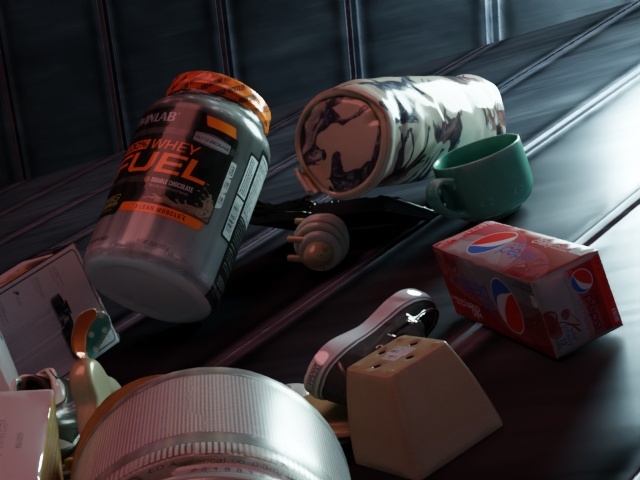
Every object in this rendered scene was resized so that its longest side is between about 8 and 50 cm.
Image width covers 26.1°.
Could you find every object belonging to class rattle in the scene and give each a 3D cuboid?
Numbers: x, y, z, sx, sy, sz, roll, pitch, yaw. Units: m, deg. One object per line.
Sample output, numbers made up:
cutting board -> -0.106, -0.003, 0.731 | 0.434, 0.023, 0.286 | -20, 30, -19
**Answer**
rattle -> -0.271, 0.182, 1.470 | 0.142, 0.200, 0.130 | -14, 15, 26

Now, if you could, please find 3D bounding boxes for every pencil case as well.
pencil case -> 0.123, -0.154, 2.059 | 0.410, 0.160, 0.184 | -13, -39, -56

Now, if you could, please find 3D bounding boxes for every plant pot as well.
plant pot -> 0.085, 0.149, 1.293 | 0.109, 0.096, 0.109 | -29, 16, -28

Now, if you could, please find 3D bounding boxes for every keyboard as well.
keyboard -> 0.002, -0.045, 2.117 | 0.201, 0.033, 0.317 | 8, -10, -41

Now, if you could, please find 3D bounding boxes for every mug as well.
mug -> 0.223, -0.078, 1.962 | 0.157, 0.097, 0.129 | -22, 14, 0

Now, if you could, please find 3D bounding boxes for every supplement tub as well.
supplement tub -> -0.199, -0.067, 2.030 | 0.207, 0.207, 0.338 | -9, 53, 41

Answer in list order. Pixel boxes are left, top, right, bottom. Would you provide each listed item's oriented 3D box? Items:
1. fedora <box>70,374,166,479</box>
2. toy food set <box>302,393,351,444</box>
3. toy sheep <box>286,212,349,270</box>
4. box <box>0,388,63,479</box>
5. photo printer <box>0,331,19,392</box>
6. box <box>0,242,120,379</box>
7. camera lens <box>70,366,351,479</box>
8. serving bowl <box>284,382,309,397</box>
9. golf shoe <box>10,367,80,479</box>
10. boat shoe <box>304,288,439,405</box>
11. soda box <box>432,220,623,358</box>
fedora -> -0.145, 0.223, 1.315 | 0.194, 0.194, 0.079 | -16, -23, 20
toy food set -> 0.025, 0.181, 1.406 | 0.192, 0.039, 0.132 | -15, 16, -23
toy sheep -> 0.000, 0.000, 2.017 | 0.091, 0.091, 0.132 | -16, 26, 20
box -> -0.236, 0.215, 1.007 | 0.091, 0.171, 0.130 | -3, 27, -5
photo printer -> -0.527, 0.152, 1.736 | 0.256, 0.308, 0.107 | -24, -8, -10
box -> -0.432, 0.140, 1.951 | 0.087, 0.169, 0.290 | -13, 17, 39
camera lens -> -0.076, 0.225, 0.975 | 0.219, 0.219, 0.274 | -21, 13, 0
serving bowl -> -0.044, 0.179, 1.515 | 0.083, 0.027, 0.083 | -21, 14, 5
golf shoe -> -0.309, 0.197, 1.651 | 0.105, 0.120, 0.273 | -22, 12, 2
boat shoe -> 0.073, 0.115, 1.417 | 0.076, 0.080, 0.228 | 25, 25, 25
soda box -> 0.218, 0.047, 1.496 | 0.083, 0.092, 0.263 | -25, 14, -13
